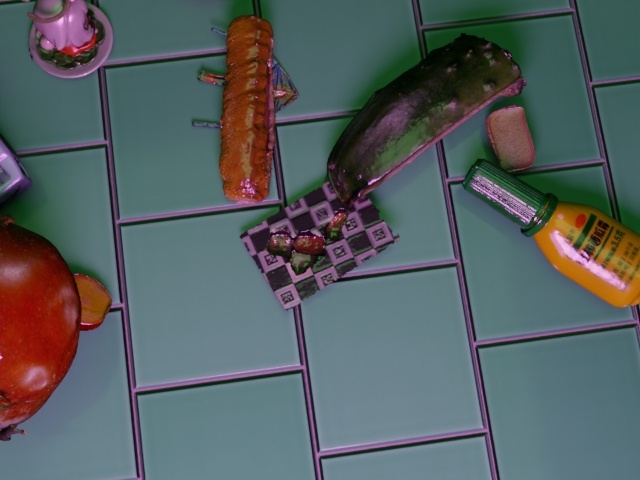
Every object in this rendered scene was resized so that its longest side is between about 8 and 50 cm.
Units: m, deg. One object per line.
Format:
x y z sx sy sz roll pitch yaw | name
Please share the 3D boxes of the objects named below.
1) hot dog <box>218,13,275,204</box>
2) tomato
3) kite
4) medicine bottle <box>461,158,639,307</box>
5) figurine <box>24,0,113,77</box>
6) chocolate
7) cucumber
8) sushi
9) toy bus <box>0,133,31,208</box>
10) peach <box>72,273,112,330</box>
-0.108 -0.199 1.378 0.083 0.068 0.289 0 84 2 | hot dog
-0.453 0.097 1.201 0.303 0.303 0.239 19 55 2 | tomato
-0.111 -0.237 1.422 0.160 0.010 0.183 10 82 -3 | kite
0.348 -0.020 1.361 0.308 0.076 0.111 32 79 6 | medicine bottle
-0.383 -0.321 1.356 0.132 0.154 0.132 0 79 -1 | figurine
0.290 -0.151 1.405 0.064 0.031 0.101 -18 77 9 | chocolate
0.138 -0.186 1.359 0.325 0.105 0.145 -38 78 -11 | cucumber
0.000 0.000 1.366 0.201 0.031 0.139 -31 73 -5 | sushi
-0.580 -0.039 1.322 0.329 0.109 0.136 -40 93 -8 | toy bus
-0.344 0.091 1.326 0.083 0.050 0.077 31 56 -5 | peach
